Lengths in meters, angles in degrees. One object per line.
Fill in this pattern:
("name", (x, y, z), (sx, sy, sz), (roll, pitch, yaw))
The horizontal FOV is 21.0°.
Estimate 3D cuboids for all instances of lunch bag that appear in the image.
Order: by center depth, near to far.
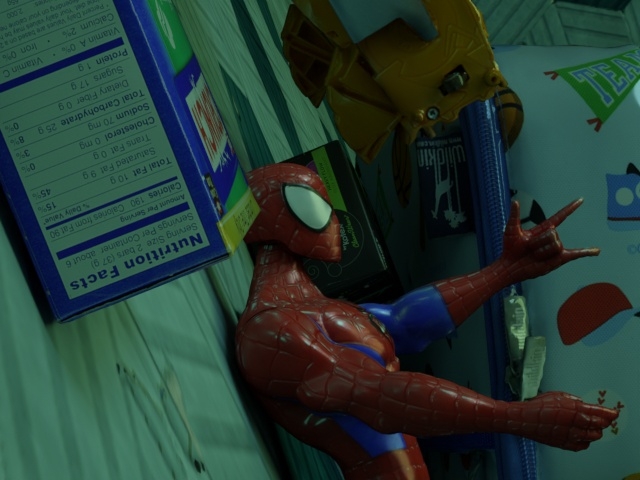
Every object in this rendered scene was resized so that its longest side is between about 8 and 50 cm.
("lunch bag", (0.091, 0.040, 0.837), (0.303, 0.115, 0.243), (138, -52, -81))

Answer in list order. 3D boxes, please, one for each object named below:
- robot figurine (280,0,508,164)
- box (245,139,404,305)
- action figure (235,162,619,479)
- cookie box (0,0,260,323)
("robot figurine", (-0.037, -0.176, 0.677), (0.291, 0.085, 0.211), (55, 0, -19))
("box", (0.000, 0.000, 0.754), (0.083, 0.052, 0.062), (46, 23, -77))
("action figure", (0.063, 0.092, 0.568), (0.091, 0.139, 0.280), (19, 47, -86))
("cookie box", (-0.052, -0.044, 0.374), (0.092, 0.040, 0.107), (-83, 152, -83))
